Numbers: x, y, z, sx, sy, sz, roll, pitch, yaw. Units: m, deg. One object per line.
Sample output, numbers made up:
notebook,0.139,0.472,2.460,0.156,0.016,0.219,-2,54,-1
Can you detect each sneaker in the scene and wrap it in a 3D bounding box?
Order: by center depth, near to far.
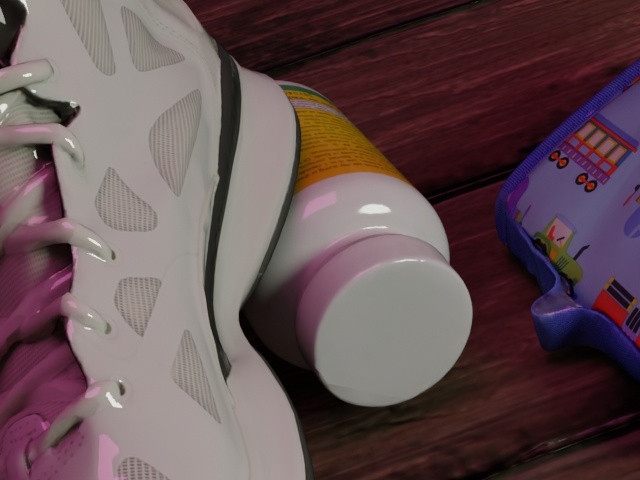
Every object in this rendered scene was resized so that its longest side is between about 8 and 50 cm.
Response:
sneaker,-0.138,0.006,0.558,0.169,0.257,0.447,-27,38,22

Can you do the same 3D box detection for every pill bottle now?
pill bottle,0.000,0.000,0.762,0.118,0.117,0.208,-23,34,-10

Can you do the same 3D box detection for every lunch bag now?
lunch bag,0.237,-0.029,0.712,0.293,0.138,0.221,-30,37,-4
